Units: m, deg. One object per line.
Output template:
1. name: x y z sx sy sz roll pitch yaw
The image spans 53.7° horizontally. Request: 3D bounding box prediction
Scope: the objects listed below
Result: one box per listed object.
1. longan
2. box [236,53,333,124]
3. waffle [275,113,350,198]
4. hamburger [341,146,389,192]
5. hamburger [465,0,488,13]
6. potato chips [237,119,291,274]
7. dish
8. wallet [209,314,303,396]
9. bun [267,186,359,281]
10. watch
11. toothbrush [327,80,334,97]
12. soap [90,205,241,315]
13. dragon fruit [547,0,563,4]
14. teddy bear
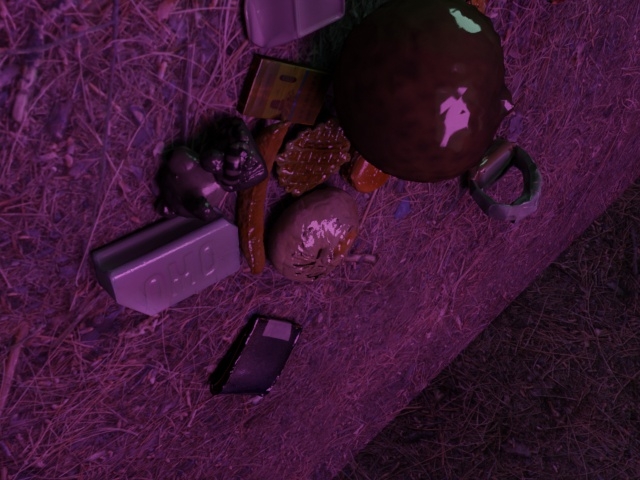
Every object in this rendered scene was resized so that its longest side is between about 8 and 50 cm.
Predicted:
1. longan: 0.213 -0.319 1.311 0.391 0.391 0.391 -31 144 -26
2. box: -0.071 -0.306 1.304 0.193 0.030 0.122 0 124 -42
3. waffle: -0.015 -0.196 1.478 0.214 0.054 0.208 -39 147 -10
4. hamburger: 0.123 -0.191 1.629 0.147 0.083 0.138 4 125 -48
5. hamburger: 0.310 -0.576 1.435 0.230 0.107 0.231 -24 134 -27
6. potato chips: -0.142 -0.092 1.418 0.057 0.080 0.407 -37 148 -48
7. dish: -0.038 -0.441 1.189 0.234 0.064 0.154 -33 145 -23
8. wallet: -0.184 0.337 1.835 0.220 0.071 0.262 22 103 -51
9. bun: 0.000 0.000 1.608 0.287 0.146 0.287 -33 153 -19
10. watch: 0.616 -0.187 2.076 0.253 0.241 0.162 -40 145 -14
11. toothbrush: 0.096 -0.321 1.509 0.417 0.040 0.042 17 112 -51
12. soap: -0.315 0.047 1.334 0.289 0.095 0.173 -28 142 -29
13. dragon fruit: 0.616 -0.715 1.651 0.273 0.126 0.161 -15 146 -22
14. teddy bear: -0.215 -0.126 1.220 0.251 0.171 0.144 -36 126 -9
